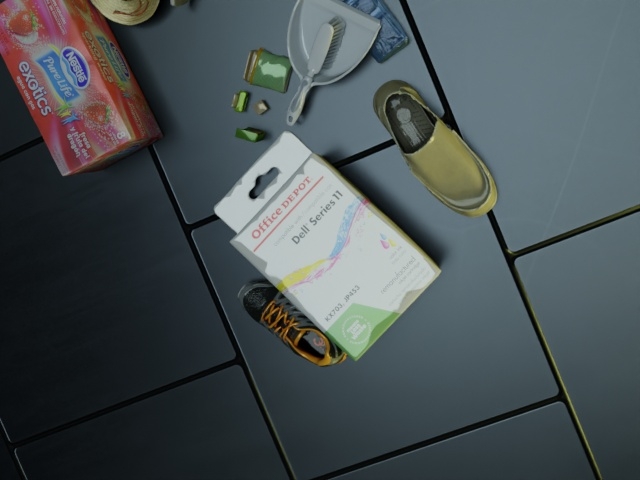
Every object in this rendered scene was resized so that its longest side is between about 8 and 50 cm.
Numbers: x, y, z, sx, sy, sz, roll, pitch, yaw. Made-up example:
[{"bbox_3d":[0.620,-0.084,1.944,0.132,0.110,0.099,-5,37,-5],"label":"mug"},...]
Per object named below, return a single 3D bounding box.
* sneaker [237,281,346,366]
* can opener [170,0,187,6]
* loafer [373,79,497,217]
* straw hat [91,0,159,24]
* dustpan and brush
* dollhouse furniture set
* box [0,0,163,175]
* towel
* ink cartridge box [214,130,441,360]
[{"bbox_3d":[-0.049,0.141,1.670,0.215,0.083,0.084,31,104,7],"label":"sneaker"},{"bbox_3d":[-0.233,-0.503,1.556,0.095,0.076,0.283,24,138,17],"label":"can opener"},{"bbox_3d":[0.176,-0.143,1.575,0.102,0.092,0.268,-43,88,14],"label":"loafer"},{"bbox_3d":[-0.326,-0.440,1.655,0.144,0.061,0.144,4,116,8],"label":"straw hat"},{"bbox_3d":[-0.007,-0.286,1.606,0.147,0.060,0.211,29,116,14],"label":"dustpan and brush"},{"bbox_3d":[-0.103,-0.243,1.638,0.076,0.058,0.151,18,102,9],"label":"dollhouse furniture set"},{"bbox_3d":[-0.410,-0.273,1.652,0.142,0.154,0.300,-26,91,14],"label":"box"},{"bbox_3d":[0.086,-0.352,1.597,0.067,0.029,0.119,-36,90,15],"label":"towel"},{"bbox_3d":[0.000,0.000,1.609,0.353,0.119,0.207,43,96,4],"label":"ink cartridge box"}]
